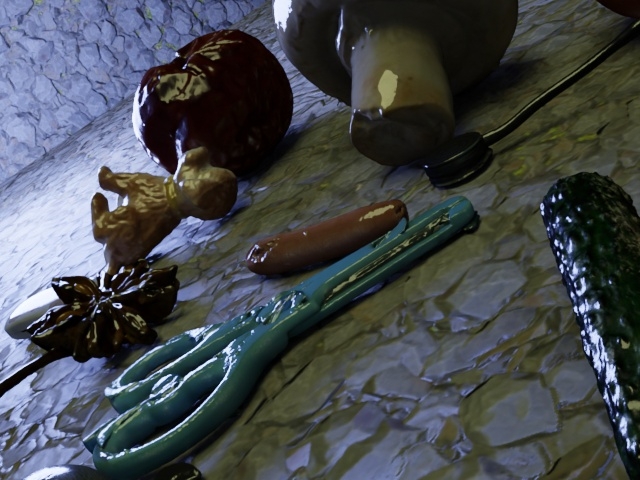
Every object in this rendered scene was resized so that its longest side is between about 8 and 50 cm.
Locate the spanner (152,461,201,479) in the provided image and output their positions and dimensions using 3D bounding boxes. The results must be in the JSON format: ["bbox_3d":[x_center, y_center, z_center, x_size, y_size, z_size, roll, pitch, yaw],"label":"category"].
[{"bbox_3d":[-0.176,0.219,0.610,0.208,0.012,0.046,-31,21,0],"label":"spanner"}]

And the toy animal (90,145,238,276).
[{"bbox_3d":[-0.193,-0.021,1.079,0.185,0.104,0.184,-8,60,7],"label":"toy animal"}]

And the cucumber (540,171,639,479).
[{"bbox_3d":[0.177,0.043,0.480,0.067,0.068,0.293,-23,24,17],"label":"cucumber"}]

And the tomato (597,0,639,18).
[{"bbox_3d":[0.351,-0.334,0.877,0.208,0.208,0.184,-41,27,-25],"label":"tomato"}]

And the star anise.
[{"bbox_3d":[-0.255,0.087,0.894,0.233,0.073,0.177,-20,26,-20],"label":"star anise"}]

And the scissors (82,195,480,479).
[{"bbox_3d":[-0.033,0.069,0.723,0.392,0.032,0.180,-32,23,-4],"label":"scissors"}]

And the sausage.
[{"bbox_3d":[0.000,0.000,0.821,0.186,0.043,0.043,-17,25,29],"label":"sausage"}]

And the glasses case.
[{"bbox_3d":[-0.329,0.085,1.045,0.164,0.041,0.063,-16,29,33],"label":"glasses case"}]

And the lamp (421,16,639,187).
[{"bbox_3d":[0.240,-0.190,0.789,0.371,0.108,0.130,-28,20,25],"label":"lamp"}]

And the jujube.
[{"bbox_3d":[-0.154,-0.187,1.217,0.212,0.213,0.232,-12,24,38],"label":"jujube"}]

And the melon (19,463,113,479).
[{"bbox_3d":[-0.161,0.194,0.534,0.098,0.098,0.130,-38,18,-18],"label":"melon"}]

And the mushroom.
[{"bbox_3d":[0.075,-0.222,0.976,0.292,0.292,0.290,-13,57,36],"label":"mushroom"}]
